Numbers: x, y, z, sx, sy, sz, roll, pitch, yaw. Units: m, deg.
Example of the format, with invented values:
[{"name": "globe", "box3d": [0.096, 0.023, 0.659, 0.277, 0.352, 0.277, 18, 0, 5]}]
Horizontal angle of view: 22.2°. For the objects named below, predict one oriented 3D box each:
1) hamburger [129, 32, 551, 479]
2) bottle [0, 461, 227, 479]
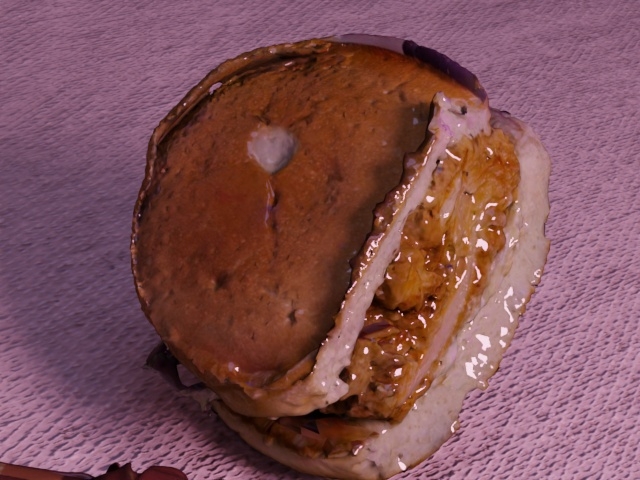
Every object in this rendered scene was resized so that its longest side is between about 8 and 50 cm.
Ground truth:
[{"name": "hamburger", "box3d": [0.000, 0.000, 1.225, 0.277, 0.195, 0.318, 20, 73, 38]}, {"name": "bottle", "box3d": [-0.124, 0.212, 0.983, 0.271, 0.156, 0.143, 10, -4, -3]}]
